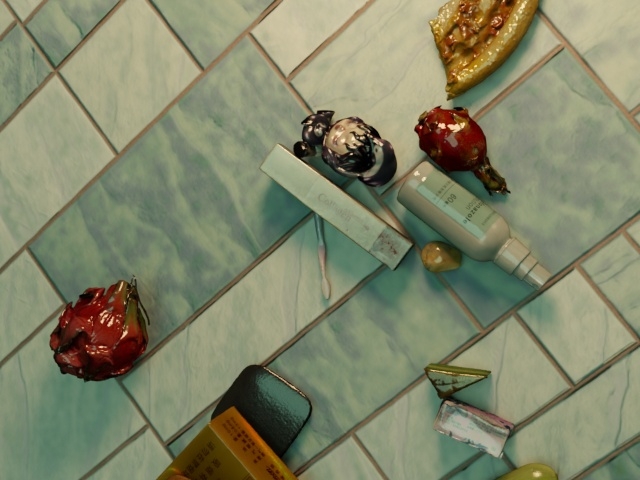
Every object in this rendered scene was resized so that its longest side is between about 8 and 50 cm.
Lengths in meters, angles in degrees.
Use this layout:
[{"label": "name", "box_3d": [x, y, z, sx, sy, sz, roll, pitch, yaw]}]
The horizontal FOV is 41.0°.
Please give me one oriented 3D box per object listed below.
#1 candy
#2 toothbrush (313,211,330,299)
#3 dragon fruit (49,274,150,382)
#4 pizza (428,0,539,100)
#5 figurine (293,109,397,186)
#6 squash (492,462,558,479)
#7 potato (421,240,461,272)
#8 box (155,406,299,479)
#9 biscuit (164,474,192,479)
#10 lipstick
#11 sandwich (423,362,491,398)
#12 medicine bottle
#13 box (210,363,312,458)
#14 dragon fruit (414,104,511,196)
[{"label": "candy", "box_3d": [0.322, 0.392, 1.813, 0.160, 0.092, 0.073, 22, 98, 15]}, {"label": "toothbrush", "box_3d": [0.000, 0.000, 1.936, 0.021, 0.027, 0.269, -7, 91, 6]}, {"label": "dragon fruit", "box_3d": [-0.509, 0.205, 2.010, 0.234, 0.234, 0.293, 40, 119, 13]}, {"label": "pizza", "box_3d": [0.340, -0.463, 1.771, 0.182, 0.074, 0.365, 36, 103, 5]}, {"label": "figurine", "box_3d": [0.062, -0.191, 1.859, 0.222, 0.145, 0.145, 22, 100, 26]}, {"label": "squash", "box_3d": [0.387, 0.543, 1.806, 0.250, 0.083, 0.083, -33, 82, 19]}, {"label": "potato", "box_3d": [0.259, 0.037, 1.838, 0.083, 0.062, 0.068, 5, 111, -3]}, {"label": "box", "box_3d": [-0.156, 0.618, 1.948, 0.415, 0.116, 0.264, 48, 118, 11]}, {"label": "biscuit", "box_3d": [-0.273, 0.671, 1.926, 0.277, 0.052, 0.262, 16, 108, 28]}, {"label": "lipstick", "box_3d": [0.035, -0.075, 1.875, 0.371, 0.080, 0.076, 37, 98, 8]}, {"label": "sandwich", "box_3d": [0.293, 0.278, 1.826, 0.116, 0.074, 0.074, -29, 84, 17]}, {"label": "medicine bottle", "box_3d": [0.325, -0.022, 1.781, 0.352, 0.110, 0.110, 39, 104, 13]}, {"label": "box", "box_3d": [-0.138, 0.405, 1.995, 0.201, 0.042, 0.212, 35, 103, 14]}, {"label": "dragon fruit", "box_3d": [0.304, -0.182, 1.789, 0.125, 0.125, 0.246, -43, 96, 2]}]
